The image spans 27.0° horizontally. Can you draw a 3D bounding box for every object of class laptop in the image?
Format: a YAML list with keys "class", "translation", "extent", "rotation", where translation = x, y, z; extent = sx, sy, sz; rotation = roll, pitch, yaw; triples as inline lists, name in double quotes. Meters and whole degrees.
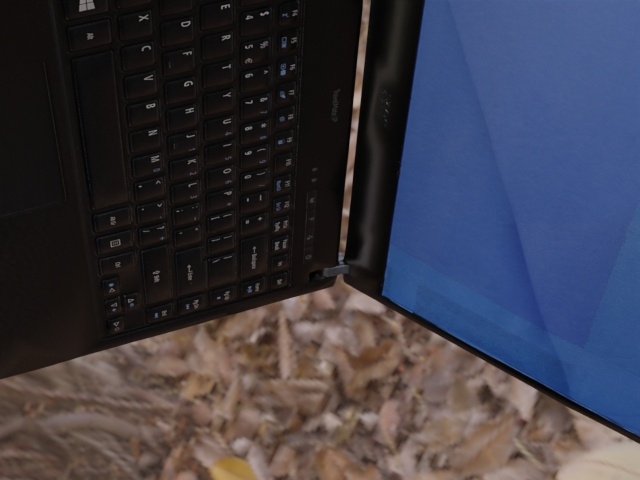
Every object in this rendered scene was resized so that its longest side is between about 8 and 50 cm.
- class: "laptop"
  translation: [0.000, 0.000, 0.446]
  extent: [0.234, 0.264, 0.136]
  rotation: [95, 155, -51]
